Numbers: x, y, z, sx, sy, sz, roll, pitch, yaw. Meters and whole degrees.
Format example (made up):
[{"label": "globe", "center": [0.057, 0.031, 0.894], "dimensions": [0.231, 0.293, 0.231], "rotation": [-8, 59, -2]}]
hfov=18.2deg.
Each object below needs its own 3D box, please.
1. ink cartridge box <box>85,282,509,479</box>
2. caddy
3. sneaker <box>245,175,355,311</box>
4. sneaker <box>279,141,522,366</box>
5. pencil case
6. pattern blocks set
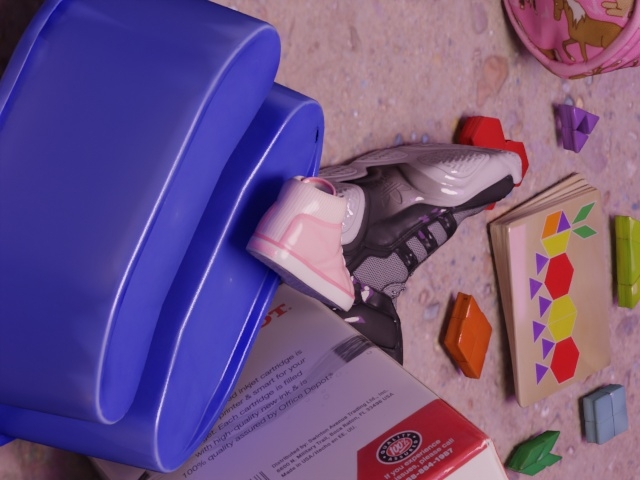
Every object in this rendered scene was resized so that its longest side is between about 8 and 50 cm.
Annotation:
[{"label": "ink cartridge box", "center": [-0.018, 0.165, 1.343], "dimensions": [0.197, 0.273, 0.114], "rotation": [-34, 124, -13]}, {"label": "caddy", "center": [-0.141, -0.015, 1.293], "dimensions": [0.341, 0.179, 0.241], "rotation": [-67, 159, -16]}, {"label": "sneaker", "center": [0.000, 0.000, 1.332], "dimensions": [0.070, 0.051, 0.134], "rotation": [-64, 153, -8]}, {"label": "sneaker", "center": [0.054, 0.015, 1.556], "dimensions": [0.268, 0.101, 0.153], "rotation": [-18, 109, -38]}, {"label": "pencil case", "center": [0.325, -0.252, 1.757], "dimensions": [0.386, 0.160, 0.167], "rotation": [-20, 77, -43]}, {"label": "pattern blocks set", "center": [0.205, 0.042, 1.768], "dimensions": [0.285, 0.026, 0.324], "rotation": [-9, 102, -45]}]
